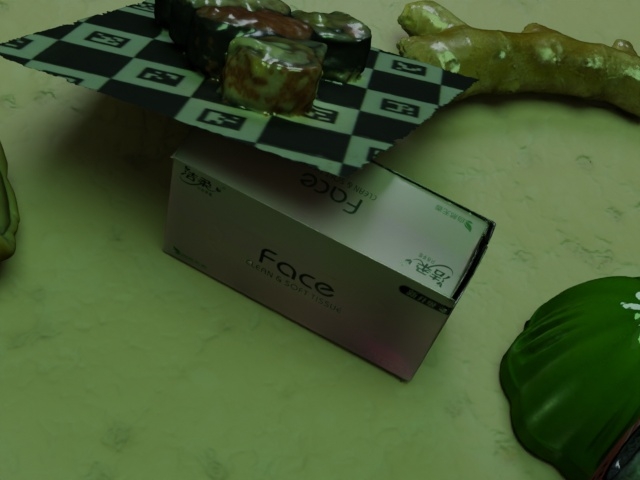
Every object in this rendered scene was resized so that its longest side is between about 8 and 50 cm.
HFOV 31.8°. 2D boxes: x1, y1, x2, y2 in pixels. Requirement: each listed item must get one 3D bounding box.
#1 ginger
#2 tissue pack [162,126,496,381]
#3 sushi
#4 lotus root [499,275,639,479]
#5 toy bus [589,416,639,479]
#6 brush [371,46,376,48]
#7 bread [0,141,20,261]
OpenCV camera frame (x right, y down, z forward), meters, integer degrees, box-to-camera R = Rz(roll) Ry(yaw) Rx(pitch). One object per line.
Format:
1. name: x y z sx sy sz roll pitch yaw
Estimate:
1. ginger: 0.220 -0.172 1.133 0.299 0.065 0.118 9 63 -11
2. tissue pack: 0.000 0.000 0.924 0.246 0.148 0.092 27 57 6
3. sushi: -0.052 -0.178 0.942 0.320 0.068 0.339 20 26 17
4. lotus root: 0.257 0.094 0.911 0.186 0.186 0.186 6 57 -10
5. toy bus: 0.192 0.291 0.673 0.203 0.233 0.427 37 36 10
6. brush: 0.004 -0.119 1.080 0.082 0.010 0.218 26 57 3
7. bread: -0.346 -0.011 0.886 0.225 0.081 0.134 -19 70 -25
